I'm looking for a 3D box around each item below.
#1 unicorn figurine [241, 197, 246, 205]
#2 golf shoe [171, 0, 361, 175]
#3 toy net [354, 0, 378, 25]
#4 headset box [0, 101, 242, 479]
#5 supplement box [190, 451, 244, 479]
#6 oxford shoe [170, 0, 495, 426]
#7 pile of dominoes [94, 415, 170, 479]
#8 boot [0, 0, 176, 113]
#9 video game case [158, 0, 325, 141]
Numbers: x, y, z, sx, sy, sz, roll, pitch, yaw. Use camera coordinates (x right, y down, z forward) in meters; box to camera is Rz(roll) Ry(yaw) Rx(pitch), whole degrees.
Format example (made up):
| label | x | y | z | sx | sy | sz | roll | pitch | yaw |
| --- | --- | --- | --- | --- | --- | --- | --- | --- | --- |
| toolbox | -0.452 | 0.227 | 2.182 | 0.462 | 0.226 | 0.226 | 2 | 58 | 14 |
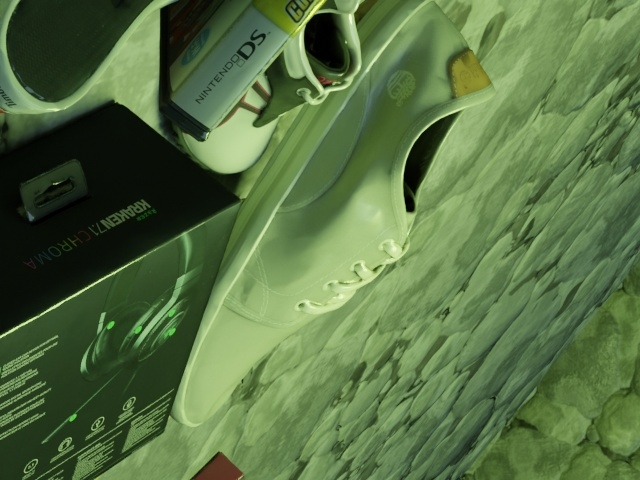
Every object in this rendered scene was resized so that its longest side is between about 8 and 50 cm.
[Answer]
| label | x | y | z | sx | sy | sz | roll | pitch | yaw |
| --- | --- | --- | --- | --- | --- | --- | --- | --- | --- |
| unicorn figurine | -0.050 | -0.001 | 1.474 | 0.162 | 0.060 | 0.111 | -11 | 140 | -38 |
| golf shoe | -0.039 | -0.126 | 1.163 | 0.105 | 0.120 | 0.273 | -41 | 160 | -33 |
| toy net | 0.022 | -0.176 | 1.329 | 0.232 | 0.045 | 0.122 | -13 | 140 | -59 |
| headset box | -0.206 | 0.066 | 1.106 | 0.246 | 0.131 | 0.283 | -32 | 154 | -43 |
| supplement box | -0.123 | 0.299 | 1.866 | 0.055 | 0.043 | 0.083 | -42 | 159 | -21 |
| oxford shoe | 0.000 | 0.000 | 1.319 | 0.449 | 0.130 | 0.169 | -57 | 173 | 22 |
| pile of dominoes | -0.243 | 0.230 | 1.467 | 0.251 | 0.040 | 0.196 | -47 | 161 | -15 |
| boot | -0.149 | -0.154 | 0.839 | 0.244 | 0.176 | 0.088 | -48 | 128 | -36 |
| video game case | -0.007 | -0.207 | 0.915 | 0.248 | 0.035 | 0.275 | -47 | -158 | 17 |
